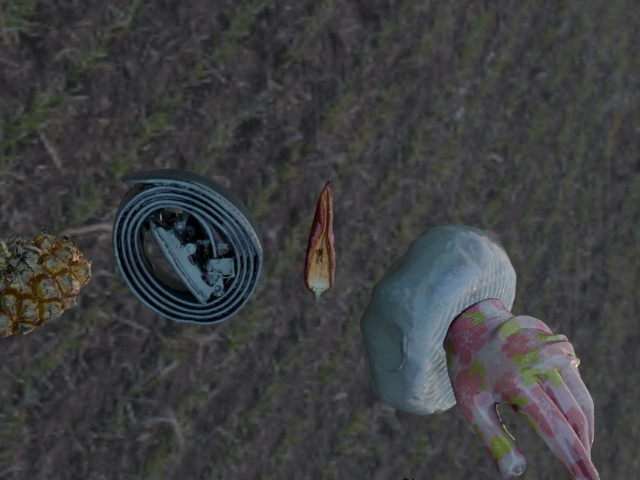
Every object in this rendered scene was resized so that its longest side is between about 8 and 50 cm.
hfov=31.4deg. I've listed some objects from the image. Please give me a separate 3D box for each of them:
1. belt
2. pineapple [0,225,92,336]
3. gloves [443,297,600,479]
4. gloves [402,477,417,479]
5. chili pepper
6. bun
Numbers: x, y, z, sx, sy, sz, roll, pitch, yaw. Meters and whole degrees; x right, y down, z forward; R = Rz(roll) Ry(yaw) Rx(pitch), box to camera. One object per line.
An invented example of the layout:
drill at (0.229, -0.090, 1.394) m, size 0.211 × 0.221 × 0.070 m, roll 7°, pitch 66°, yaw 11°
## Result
belt at (-0.208, 0.003, 1.714) m, size 0.267 × 0.206 × 0.116 m, roll 46°, pitch 10°, yaw -16°
pineapple at (-0.508, 0.049, 2.063) m, size 0.249 × 0.140 × 0.164 m, roll -54°, pitch 142°, yaw -46°
gloves at (0.239, 0.176, 1.273) m, size 0.145 × 0.241 × 0.126 m, roll -1°, pitch 125°, yaw -41°
gloves at (0.118, 0.465, 1.742) m, size 0.210 × 0.312 × 0.135 m, roll 3°, pitch 114°, yaw -54°
chili pepper at (0.000, 0.000, 1.608) m, size 0.045 × 0.027 × 0.178 m, roll 3°, pitch 93°, yaw -15°
bun at (0.191, 0.130, 1.988) m, size 0.354 × 0.194 × 0.354 m, roll -33°, pitch 133°, yaw -43°
